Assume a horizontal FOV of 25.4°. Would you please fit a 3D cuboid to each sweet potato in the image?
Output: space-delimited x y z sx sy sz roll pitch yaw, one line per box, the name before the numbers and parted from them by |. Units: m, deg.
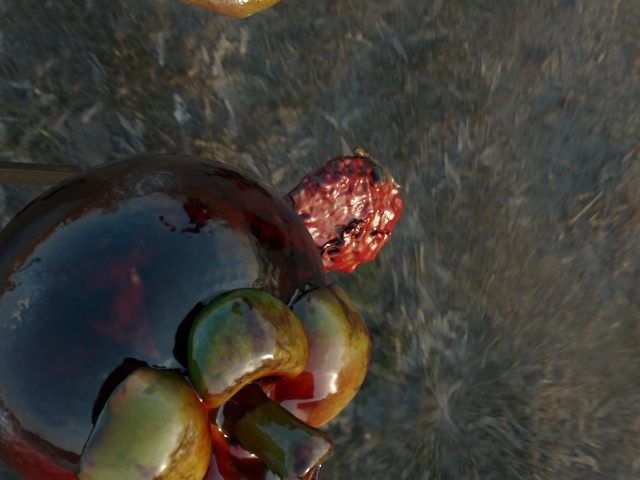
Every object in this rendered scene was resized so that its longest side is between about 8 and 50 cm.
sweet potato | -0.116 -0.291 1.663 0.226 0.068 0.068 -10 80 -34

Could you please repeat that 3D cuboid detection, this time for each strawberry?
strawberry | 0.000 0.000 1.736 0.236 0.190 0.111 -36 75 7

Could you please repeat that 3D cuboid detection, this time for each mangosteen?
mangosteen | -0.068 0.052 0.653 0.200 0.200 0.200 -1 83 5

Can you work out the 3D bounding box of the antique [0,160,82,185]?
antique | -0.375 -0.083 1.774 0.031 0.192 0.015 -42 66 29
